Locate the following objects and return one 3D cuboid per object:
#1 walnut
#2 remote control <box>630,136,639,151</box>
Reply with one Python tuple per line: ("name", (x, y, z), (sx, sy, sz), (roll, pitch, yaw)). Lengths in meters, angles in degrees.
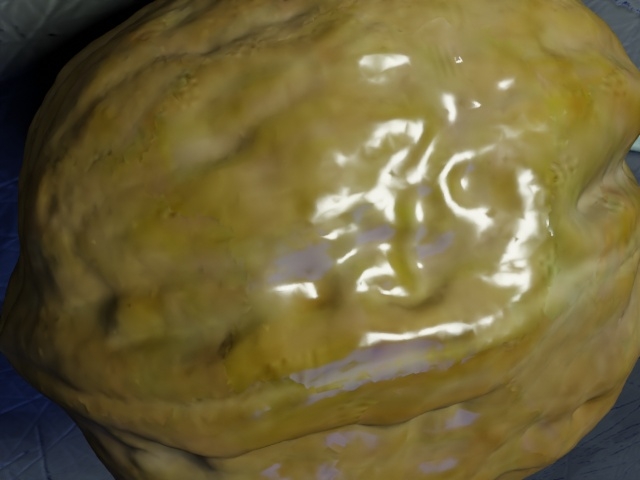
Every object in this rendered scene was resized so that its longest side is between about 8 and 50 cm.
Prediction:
("walnut", (0.001, 0.002, 0.673), (0.344, 0.306, 0.306), (-19, 145, -6))
("remote control", (0.228, -0.083, 0.905), (0.124, 0.018, 0.053), (5, 138, -32))
